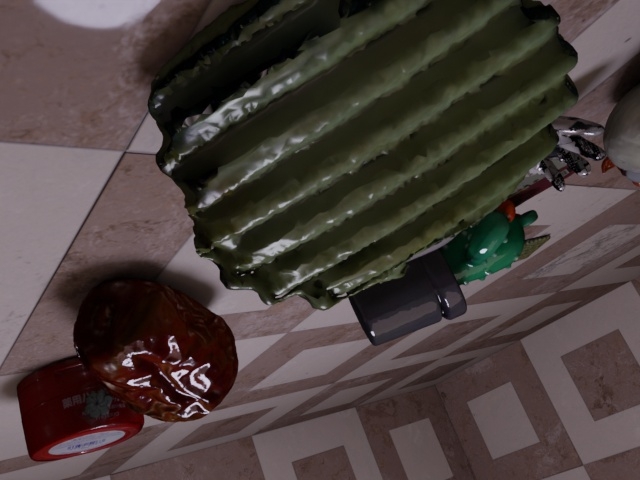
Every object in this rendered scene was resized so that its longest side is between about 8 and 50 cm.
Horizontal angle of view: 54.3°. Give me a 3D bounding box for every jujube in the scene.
[{"bbox_3d":[-0.263,0.178,1.029,0.216,0.216,0.342,-24,146,5],"label":"jujube"}]

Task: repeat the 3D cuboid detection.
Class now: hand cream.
[{"bbox_3d":[-0.468,0.330,1.226,0.230,0.150,0.230,-17,159,-7],"label":"hand cream"}]

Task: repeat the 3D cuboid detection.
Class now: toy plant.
[{"bbox_3d":[0.247,0.048,1.204,0.400,0.185,0.280,-26,150,-5],"label":"toy plant"}]

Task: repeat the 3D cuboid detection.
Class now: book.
[{"bbox_3d":[0.382,-0.121,1.148,0.162,0.022,0.231,-34,155,23],"label":"book"}]

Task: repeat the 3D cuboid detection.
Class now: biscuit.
[{"bbox_3d":[0.495,0.038,1.631,0.203,0.016,0.144,-13,156,-24],"label":"biscuit"}]

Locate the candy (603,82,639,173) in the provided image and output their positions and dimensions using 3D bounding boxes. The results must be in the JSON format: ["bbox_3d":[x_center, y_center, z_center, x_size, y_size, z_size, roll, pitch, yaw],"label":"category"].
[{"bbox_3d":[0.654,-0.185,0.885,0.426,0.386,0.186,-16,118,-13],"label":"candy"}]

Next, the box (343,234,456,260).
[{"bbox_3d":[0.073,-0.057,0.846,0.288,0.141,0.349,-21,158,0],"label":"box"}]

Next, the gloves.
[{"bbox_3d":[0.327,-0.134,0.964,0.212,0.111,0.127,-31,132,29],"label":"gloves"}]

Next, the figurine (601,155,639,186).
[{"bbox_3d":[0.619,-0.163,1.138,0.225,0.160,0.183,-5,154,-15],"label":"figurine"}]

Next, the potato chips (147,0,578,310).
[{"bbox_3d":[0.051,-0.101,0.625,0.429,0.070,0.358,-31,127,8],"label":"potato chips"}]
